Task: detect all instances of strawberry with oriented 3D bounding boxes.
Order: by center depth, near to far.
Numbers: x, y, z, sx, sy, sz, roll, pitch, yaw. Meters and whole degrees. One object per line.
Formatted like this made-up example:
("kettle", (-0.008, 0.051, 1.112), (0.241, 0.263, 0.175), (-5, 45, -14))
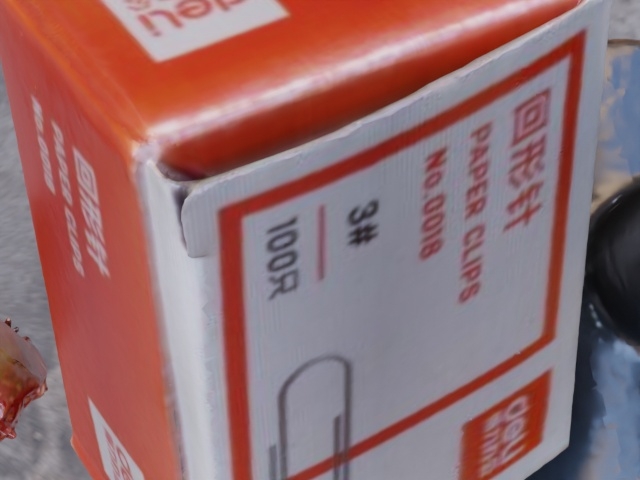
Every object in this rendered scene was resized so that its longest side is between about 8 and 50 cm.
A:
("strawberry", (-0.159, 0.037, 0.690), (0.104, 0.152, 0.048), (40, 91, 15))

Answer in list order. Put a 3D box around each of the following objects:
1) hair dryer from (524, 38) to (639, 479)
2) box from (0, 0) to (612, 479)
("hair dryer", (0.118, 0.011, 0.472), (0.107, 0.352, 0.189), (3, 77, -9))
("box", (0.000, 0.000, 0.463), (0.133, 0.099, 0.182), (-23, 137, -23))
